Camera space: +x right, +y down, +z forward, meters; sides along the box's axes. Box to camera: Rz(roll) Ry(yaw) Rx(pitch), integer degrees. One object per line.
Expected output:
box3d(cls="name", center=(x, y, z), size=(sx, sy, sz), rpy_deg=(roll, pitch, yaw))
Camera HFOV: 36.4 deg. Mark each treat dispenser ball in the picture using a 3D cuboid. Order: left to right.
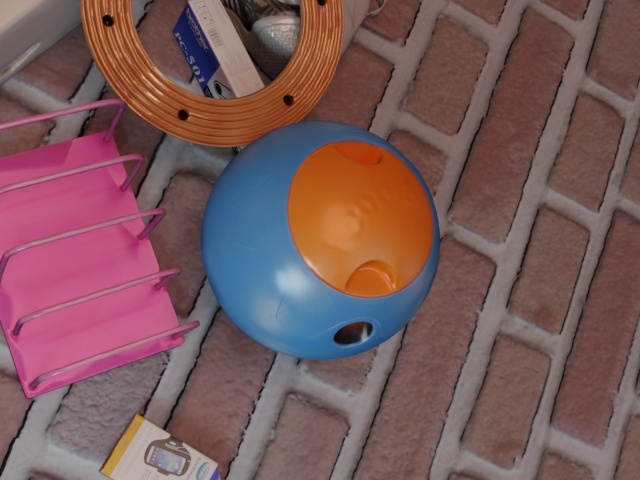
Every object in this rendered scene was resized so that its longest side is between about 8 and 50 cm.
box3d(cls="treat dispenser ball", center=(0.000, 0.000, 1.176), size=(0.288, 0.288, 0.288), rpy_deg=(4, 77, -19))

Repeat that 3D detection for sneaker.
box3d(cls="sneaker", center=(-0.074, -0.390, 1.323), size=(0.366, 0.137, 0.210), rpy_deg=(46, 67, -11))

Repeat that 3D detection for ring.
box3d(cls="ring", center=(-0.127, -0.281, 1.195), size=(0.337, 0.032, 0.336), rpy_deg=(0, 91, -25))

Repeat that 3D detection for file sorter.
box3d(cls="file sorter", center=(-0.282, 0.007, 1.129), size=(0.202, 0.182, 0.290), rpy_deg=(-18, 85, -23))

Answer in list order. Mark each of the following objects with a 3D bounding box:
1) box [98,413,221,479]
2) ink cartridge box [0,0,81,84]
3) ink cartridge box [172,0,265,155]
box3d(cls="box", center=(-0.190, 0.281, 1.186), size=(0.136, 0.028, 0.081), rpy_deg=(35, 69, -12))
box3d(cls="ink cartridge box", center=(-0.497, -0.365, 1.142), size=(0.395, 0.166, 0.285), rpy_deg=(45, 67, -6))
box3d(cls="ink cartridge box", center=(-0.122, -0.211, 1.282), size=(0.046, 0.097, 0.207), rpy_deg=(-26, 87, -24))
